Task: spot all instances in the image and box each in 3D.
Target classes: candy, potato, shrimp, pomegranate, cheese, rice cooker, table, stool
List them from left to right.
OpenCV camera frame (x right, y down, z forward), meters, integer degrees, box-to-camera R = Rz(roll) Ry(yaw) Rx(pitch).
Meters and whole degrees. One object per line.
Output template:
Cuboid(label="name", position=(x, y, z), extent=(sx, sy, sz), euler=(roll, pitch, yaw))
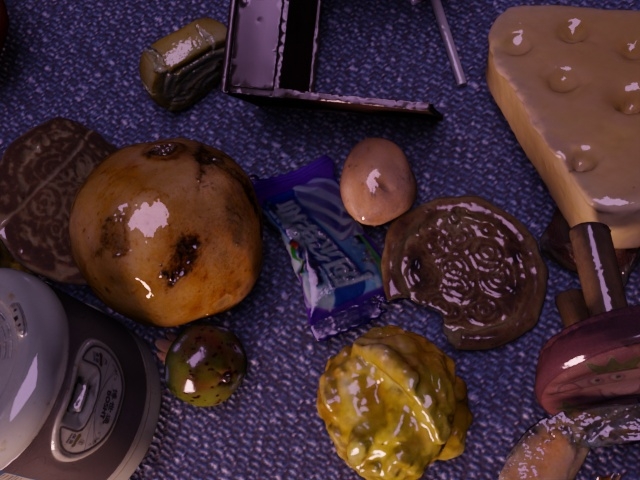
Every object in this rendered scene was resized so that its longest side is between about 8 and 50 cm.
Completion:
Cuboid(label="rice cooker", position=(-0.366, 0.199, 1.264), extent=(0.289, 0.277, 0.288), euler=(-12, 60, 22))
Cuboid(label="pomegranate", position=(-0.201, -0.013, 1.323), extent=(0.261, 0.260, 0.260), euler=(-3, 70, 9))
Cuboid(label="pomegranate", position=(-0.166, 0.159, 1.340), extent=(0.142, 0.114, 0.114), euler=(18, 73, 42))
Cuboid(label="candy", position=(0.000, 0.000, 1.385), extent=(0.145, 0.070, 0.275), euler=(-25, 66, -9))
Cuboid(label="table", position=(0.035, -0.302, 1.380), extent=(0.282, 0.196, 0.250), euler=(7, 92, 11))
Cuboid(label="potato", position=(0.077, -0.084, 1.365), extent=(0.112, 0.112, 0.147), euler=(-7, 33, 7))
Cuboid(label="candy", position=(0.161, -0.399, 1.489), extent=(0.124, 0.124, 0.365), euler=(-17, 80, 4))
Cuboid(label="cheese", position=(0.372, -0.195, 1.337), extent=(0.384, 0.104, 0.383), euler=(-4, 54, 5))
Cuboid(label="stool", position=(0.387, 0.106, 1.187), extent=(0.272, 0.272, 0.178), euler=(-2, 57, 9))
Cuboid(label="shrimp", position=(0.401, 0.296, 1.158), extent=(0.445, 0.085, 0.272), euler=(-19, 93, 7))

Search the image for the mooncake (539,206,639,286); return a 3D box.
Cuboid(label="mooncake", position=(0.365, -0.011, 1.321), extent=(0.130, 0.073, 0.125), euler=(24, 77, 20))

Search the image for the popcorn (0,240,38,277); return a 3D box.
Cuboid(label="popcorn", position=(-0.495, 0.000, 1.387), extent=(0.192, 0.233, 0.265), euler=(3, 96, 26))

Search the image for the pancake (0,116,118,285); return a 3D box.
Cuboid(label="pancake", position=(-0.340, -0.050, 1.393), extent=(0.031, 0.250, 0.250), euler=(-24, 62, 42))

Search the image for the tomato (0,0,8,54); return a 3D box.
Cuboid(label="tomato", position=(-0.620, -0.326, 1.523), extent=(0.299, 0.226, 0.298), euler=(-1, 75, 3))

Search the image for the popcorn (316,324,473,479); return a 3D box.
Cuboid(label="popcorn", position=(0.093, 0.204, 1.254), extent=(0.198, 0.156, 0.197), euler=(-2, 85, 23))

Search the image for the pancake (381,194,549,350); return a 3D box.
Cuboid(label="pancake", position=(0.194, 0.038, 1.346), extent=(0.235, 0.029, 0.212), euler=(29, 70, 11))

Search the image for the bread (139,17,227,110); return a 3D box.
Cuboid(label="bread", position=(-0.192, -0.262, 1.482), extent=(0.156, 0.117, 0.064), euler=(-36, 67, -4))
